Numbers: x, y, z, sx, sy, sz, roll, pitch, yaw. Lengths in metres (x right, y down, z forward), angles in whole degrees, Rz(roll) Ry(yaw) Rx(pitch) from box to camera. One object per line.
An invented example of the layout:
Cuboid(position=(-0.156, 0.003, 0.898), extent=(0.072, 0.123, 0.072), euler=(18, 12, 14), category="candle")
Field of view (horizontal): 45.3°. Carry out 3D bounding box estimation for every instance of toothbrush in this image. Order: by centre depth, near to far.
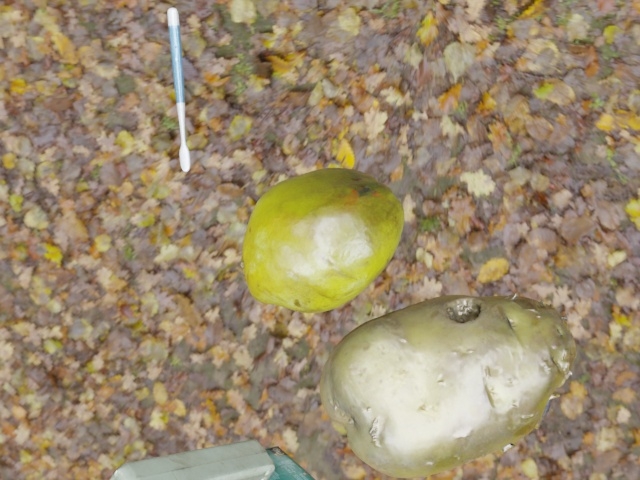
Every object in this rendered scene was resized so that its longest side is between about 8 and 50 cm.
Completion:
Cuboid(position=(-0.239, -0.255, 1.305), extent=(0.019, 0.025, 0.276), euler=(-4, 94, 1), category="toothbrush")

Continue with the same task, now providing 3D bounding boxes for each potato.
Cuboid(position=(0.148, 0.159, 0.884), extent=(0.296, 0.141, 0.192), euler=(-21, 71, 5), category="potato")

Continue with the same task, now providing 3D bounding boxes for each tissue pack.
Cuboid(position=(-0.063, 0.348, 1.050), extent=(0.111, 0.085, 0.079), euler=(26, 113, 48), category="tissue pack")

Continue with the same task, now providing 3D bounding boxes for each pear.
Cuboid(position=(0.000, 0.000, 1.418), extent=(0.321, 0.269, 0.269), euler=(-30, 102, -1), category="pear")

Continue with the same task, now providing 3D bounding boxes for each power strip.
Cuboid(position=(-0.173, 0.296, 0.894), extent=(0.053, 0.288, 0.093), euler=(47, 111, 30), category="power strip")

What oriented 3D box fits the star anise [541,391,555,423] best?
Cuboid(position=(0.349, 0.276, 1.507), extent=(0.346, 0.237, 0.148), euler=(37, 73, -26), category="star anise")
